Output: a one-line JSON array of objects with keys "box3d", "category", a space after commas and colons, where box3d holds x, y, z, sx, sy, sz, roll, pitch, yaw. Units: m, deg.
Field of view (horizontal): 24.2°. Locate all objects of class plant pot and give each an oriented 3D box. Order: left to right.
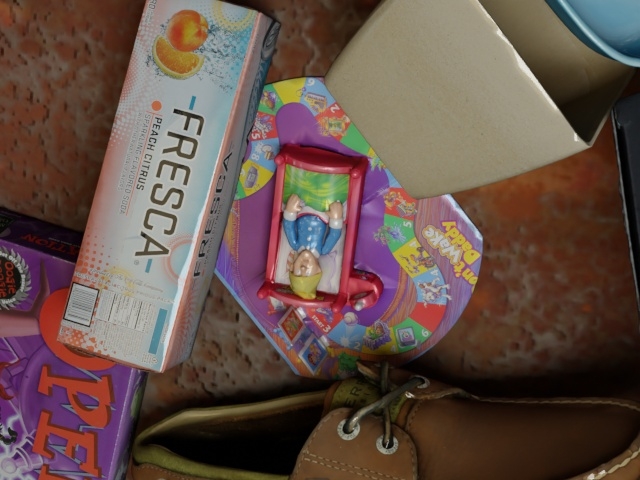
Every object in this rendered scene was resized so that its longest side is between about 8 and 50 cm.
[{"box3d": [0.067, -0.082, 0.694, 0.096, 0.109, 0.109, -32, 100, 33], "category": "plant pot"}]

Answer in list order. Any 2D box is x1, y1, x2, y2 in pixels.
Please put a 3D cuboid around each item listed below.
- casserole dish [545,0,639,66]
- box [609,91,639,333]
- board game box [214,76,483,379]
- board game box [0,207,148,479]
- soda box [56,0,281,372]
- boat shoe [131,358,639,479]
[{"box3d": [0.120, -0.162, 0.663, 0.114, 0.037, 0.188, -40, 99, -15], "category": "casserole dish"}, {"box3d": [0.207, 0.046, 0.643, 0.108, 0.153, 0.207, -14, 129, 17], "category": "box"}, {"box3d": [0.000, 0.000, 0.772, 0.133, 0.033, 0.168, -35, 99, 22], "category": "board game box"}, {"box3d": [-0.220, 0.142, 0.868, 0.208, 0.056, 0.346, 15, 111, 3], "category": "board game box"}, {"box3d": [-0.074, -0.030, 0.737, 0.058, 0.063, 0.183, 17, 95, 7], "category": "soda box"}, {"box3d": [0.029, 0.117, 0.740, 0.307, 0.111, 0.104, -17, 106, 30], "category": "boat shoe"}]
